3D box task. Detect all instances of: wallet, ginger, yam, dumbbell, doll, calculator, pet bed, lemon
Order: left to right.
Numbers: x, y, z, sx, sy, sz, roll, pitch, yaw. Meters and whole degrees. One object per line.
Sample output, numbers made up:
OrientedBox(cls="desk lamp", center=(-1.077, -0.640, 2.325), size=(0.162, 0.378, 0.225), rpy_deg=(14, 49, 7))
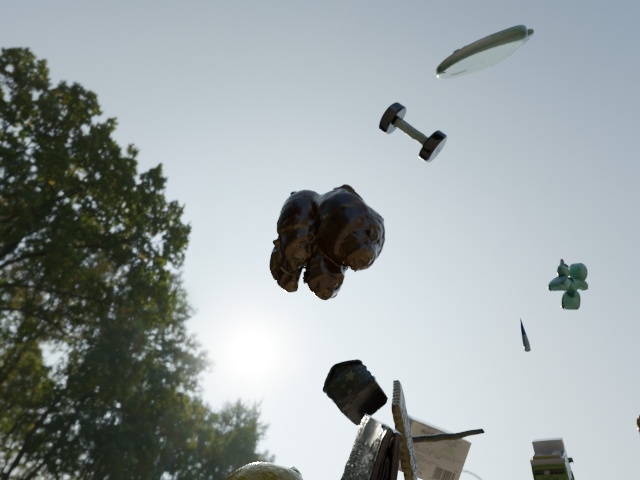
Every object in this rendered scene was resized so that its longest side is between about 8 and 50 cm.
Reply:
OrientedBox(cls="lemon", center=(-0.116, 0.532, 0.971), size=(0.187, 0.244, 0.187), rpy_deg=(9, -75, 37))
OrientedBox(cls="ginger", center=(0.008, -0.003, 1.154), size=(0.357, 0.274, 0.152), rpy_deg=(5, -34, 45))
OrientedBox(cls="pet bed", center=(0.119, 0.542, 1.801), size=(0.183, 0.159, 0.211), rpy_deg=(-39, -44, -5))
OrientedBox(cls="wallet", center=(0.081, 0.461, 0.897), size=(0.071, 0.262, 0.221), rpy_deg=(15, -14, -2))
OrientedBox(cls="dumbbell", center=(0.273, -0.322, 1.473), size=(0.191, 0.100, 0.100), rpy_deg=(39, -52, 16))
OrientedBox(cls="yam", center=(0.409, 0.630, 1.593), size=(0.234, 0.027, 0.029), rpy_deg=(-12, -47, 9))
OrientedBox(cls="calculator", center=(0.439, -0.495, 1.309), size=(0.295, 0.184, 0.042), rpy_deg=(-23, -93, -13))
OrientedBox(cls="doll", center=(0.769, 0.130, 1.514), size=(0.159, 0.158, 0.059), rpy_deg=(40, -27, -23))

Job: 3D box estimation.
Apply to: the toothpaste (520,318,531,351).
OrientedBox(cls="toothpaste", center=(0.466, 0.215, 1.134), size=(0.015, 0.083, 0.024), rpy_deg=(-16, -48, 23))

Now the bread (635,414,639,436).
OrientedBox(cls="bread", center=(0.893, 0.482, 1.138), size=(0.294, 0.132, 0.167), rpy_deg=(32, -27, -6))

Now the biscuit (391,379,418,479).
OrientedBox(cls="biscuit", center=(0.202, 0.478, 1.173), size=(0.029, 0.172, 0.254), rpy_deg=(-9, -85, 10))

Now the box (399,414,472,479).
OrientedBox(cls="box", center=(0.415, 0.805, 1.888), size=(0.260, 0.111, 0.194), rpy_deg=(25, -99, -5))

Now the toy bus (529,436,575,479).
OrientedBox(cls="toy bus", center=(0.675, 0.659, 1.440), size=(0.113, 0.139, 0.301), rpy_deg=(-15, -22, 22))
